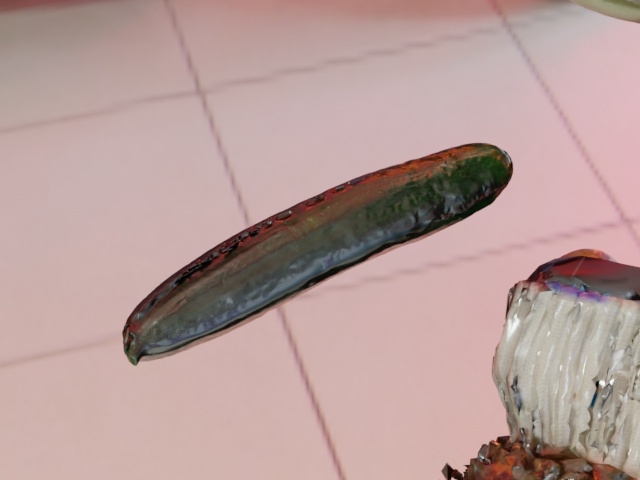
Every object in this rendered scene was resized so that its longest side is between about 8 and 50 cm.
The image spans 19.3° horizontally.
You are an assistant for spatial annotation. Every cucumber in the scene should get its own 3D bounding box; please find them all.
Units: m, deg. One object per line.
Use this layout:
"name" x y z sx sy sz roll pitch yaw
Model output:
"cucumber" 0.000 0.000 0.730 0.184 0.036 0.033 -24 19 -21

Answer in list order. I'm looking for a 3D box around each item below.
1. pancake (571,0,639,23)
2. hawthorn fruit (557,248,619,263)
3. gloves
"pancake" 0.163 -0.214 0.898 0.242 0.050 0.241 1 82 -5
"hawthorn fruit" 0.170 0.043 1.237 0.077 0.077 0.077 -3 40 2
"gloves" 0.104 0.163 0.803 0.210 0.312 0.135 21 1 -37
